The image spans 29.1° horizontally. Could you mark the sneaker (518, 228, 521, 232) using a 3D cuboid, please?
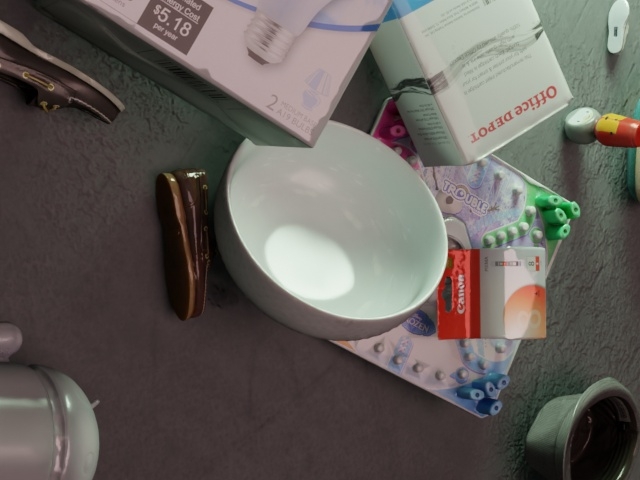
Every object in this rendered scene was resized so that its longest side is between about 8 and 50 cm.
[{"bbox_3d":[0.322,0.057,2.055,0.106,0.078,0.234,13,91,-11],"label":"sneaker"}]

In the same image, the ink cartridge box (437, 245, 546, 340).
[{"bbox_3d":[0.267,0.082,1.906,0.179,0.045,0.145,0,89,-27],"label":"ink cartridge box"}]

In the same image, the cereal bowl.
[{"bbox_3d":[0.000,0.000,1.717,0.339,0.141,0.339,15,50,-19],"label":"cereal bowl"}]

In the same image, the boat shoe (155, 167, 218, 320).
[{"bbox_3d":[-0.173,0.004,1.679,0.073,0.073,0.207,-10,102,-35],"label":"boat shoe"}]

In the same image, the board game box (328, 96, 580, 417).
[{"bbox_3d":[0.194,0.030,1.925,0.390,0.050,0.390,29,78,-22],"label":"board game box"}]

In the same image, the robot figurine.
[{"bbox_3d":[-0.411,0.240,1.442,0.353,0.200,0.300,9,76,-38],"label":"robot figurine"}]

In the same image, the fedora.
[{"bbox_3d":[0.453,0.358,2.184,0.275,0.124,0.243,-24,112,-43],"label":"fedora"}]

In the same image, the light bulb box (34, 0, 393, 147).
[{"bbox_3d":[-0.101,-0.356,1.531,0.358,0.225,0.361,30,83,-23],"label":"light bulb box"}]

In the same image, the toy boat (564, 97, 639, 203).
[{"bbox_3d":[0.578,-0.193,2.217,0.318,0.148,0.267,2,100,-46],"label":"toy boat"}]

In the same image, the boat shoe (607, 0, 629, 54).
[{"bbox_3d":[0.538,-0.383,2.217,0.035,0.035,0.100,9,86,-66],"label":"boat shoe"}]

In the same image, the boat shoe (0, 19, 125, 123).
[{"bbox_3d":[-0.349,-0.198,1.515,0.228,0.081,0.068,31,80,-29],"label":"boat shoe"}]

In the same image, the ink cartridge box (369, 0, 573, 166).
[{"bbox_3d":[0.206,-0.292,1.832,0.223,0.129,0.307,-32,104,-22],"label":"ink cartridge box"}]
